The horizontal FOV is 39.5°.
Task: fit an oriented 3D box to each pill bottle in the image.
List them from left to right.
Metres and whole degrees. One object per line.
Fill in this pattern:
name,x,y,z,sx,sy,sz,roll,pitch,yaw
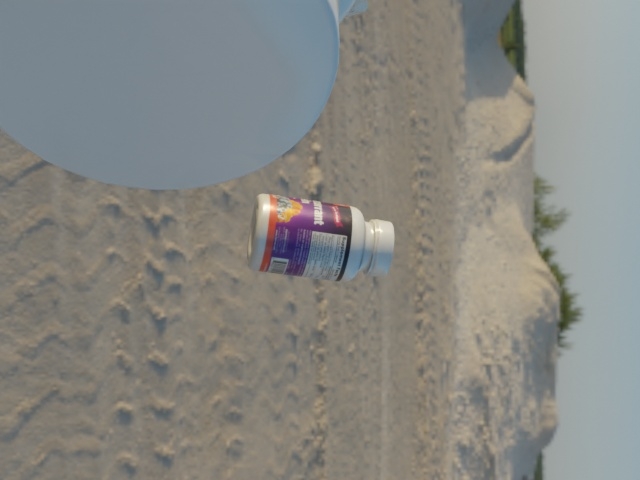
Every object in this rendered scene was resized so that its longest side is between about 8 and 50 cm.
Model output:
pill bottle,-0.082,-0.236,0.514,0.229,0.228,0.408,72,12,-50
pill bottle,0.000,0.000,1.242,0.108,0.193,0.108,-172,-90,-80

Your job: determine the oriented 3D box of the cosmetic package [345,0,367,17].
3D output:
cosmetic package,-0.062,-0.288,0.856,0.151,0.183,0.152,31,44,-83
